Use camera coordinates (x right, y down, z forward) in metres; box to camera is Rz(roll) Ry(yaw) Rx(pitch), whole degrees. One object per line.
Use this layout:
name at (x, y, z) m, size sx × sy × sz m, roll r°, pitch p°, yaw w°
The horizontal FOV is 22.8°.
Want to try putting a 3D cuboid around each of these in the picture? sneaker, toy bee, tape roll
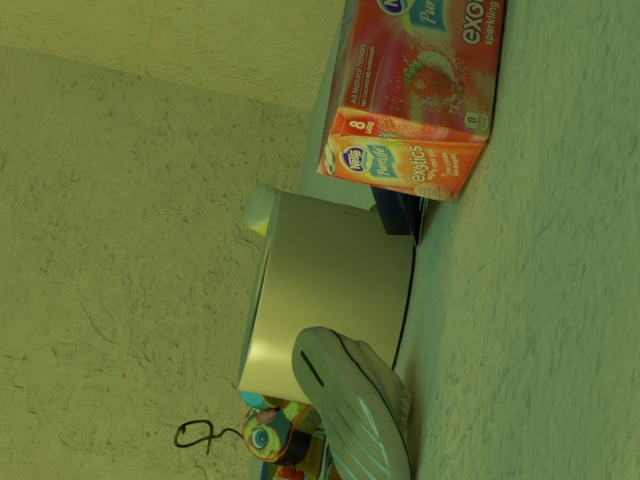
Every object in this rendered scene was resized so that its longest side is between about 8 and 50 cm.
sneaker at (0.053, 0.171, 1.616) m, size 0.258 × 0.091 × 0.094 m, roll -119°, pitch 41°, yaw -50°
toy bee at (-0.037, 0.238, 2.121) m, size 0.298 × 0.195 × 0.162 m, roll -56°, pitch 51°, yaw 32°
tape roll at (0.005, 0.078, 1.912) m, size 0.246 × 0.169 × 0.246 m, roll -167°, pitch 90°, yaw -86°

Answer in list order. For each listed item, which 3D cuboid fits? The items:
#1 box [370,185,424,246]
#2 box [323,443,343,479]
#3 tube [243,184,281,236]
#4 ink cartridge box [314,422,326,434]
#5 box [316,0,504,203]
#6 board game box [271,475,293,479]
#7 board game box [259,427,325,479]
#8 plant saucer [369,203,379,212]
box at (0.084, -0.100, 1.759) m, size 0.225 × 0.036 × 0.136 m, roll 66°, pitch -151°, yaw -58°
box at (0.027, 0.266, 2.053) m, size 0.081 × 0.028 × 0.136 m, roll -84°, pitch 5°, yaw -53°
tube at (0.000, 0.000, 2.091) m, size 0.070 × 0.240 × 0.062 m, roll -50°, pitch 42°, yaw 9°
ink cartridge box at (0.004, 0.218, 2.222) m, size 0.029 × 0.062 × 0.115 m, roll -88°, pitch 11°, yaw -59°
box at (0.097, -0.210, 1.610) m, size 0.142 × 0.154 × 0.300 m, roll 110°, pitch 172°, yaw -62°
board game box at (-0.022, 0.344, 1.960) m, size 0.154 × 0.103 × 0.026 m, roll 109°, pitch 172°, yaw -55°
board game box at (-0.042, 0.316, 2.538) m, size 0.316 × 0.064 × 0.242 m, roll 109°, pitch 171°, yaw -58°
plant saucer at (0.074, -0.019, 2.277) m, size 0.083 × 0.015 × 0.083 m, roll -168°, pitch 90°, yaw -86°
